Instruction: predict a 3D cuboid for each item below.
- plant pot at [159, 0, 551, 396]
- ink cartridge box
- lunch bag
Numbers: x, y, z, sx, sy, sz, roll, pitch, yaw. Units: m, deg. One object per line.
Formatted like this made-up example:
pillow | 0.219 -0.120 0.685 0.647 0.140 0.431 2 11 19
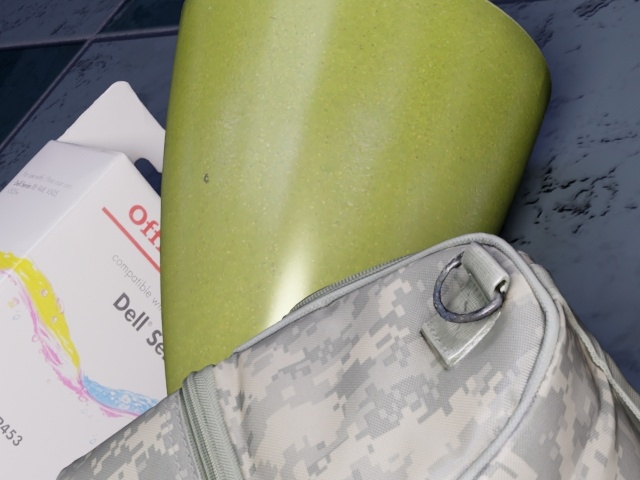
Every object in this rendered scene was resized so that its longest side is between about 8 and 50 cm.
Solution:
plant pot | 0.000 0.000 1.038 0.274 0.275 0.293 -7 59 39
ink cartridge box | -0.184 0.068 1.140 0.353 0.207 0.119 -50 33 -19
lunch bag | 0.065 0.164 0.703 0.256 0.305 0.212 -36 35 9
